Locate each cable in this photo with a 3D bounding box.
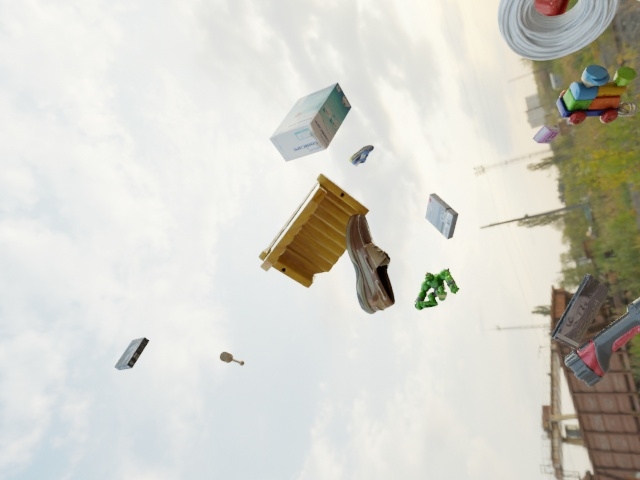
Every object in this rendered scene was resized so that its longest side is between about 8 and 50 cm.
[{"bbox_3d":[0.558,-0.563,1.000,0.257,0.257,0.089,34,-123,-25],"label":"cable"}]

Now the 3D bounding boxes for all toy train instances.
[{"bbox_3d":[0.787,-0.399,1.124,0.143,0.248,0.105,88,180,-62],"label":"toy train"}]

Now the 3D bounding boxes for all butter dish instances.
[{"bbox_3d":[0.669,-0.755,1.274,0.118,0.160,0.159,-1,-71,-64],"label":"butter dish"}]

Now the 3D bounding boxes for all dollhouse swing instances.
[{"bbox_3d":[0.000,0.000,1.360,0.315,0.347,0.305,34,-170,-22],"label":"dollhouse swing"}]

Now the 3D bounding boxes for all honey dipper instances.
[{"bbox_3d":[-0.266,0.369,1.300,0.160,0.030,0.030,63,-153,-64],"label":"honey dipper"}]

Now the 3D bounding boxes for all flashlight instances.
[{"bbox_3d":[0.843,0.283,1.183,0.103,0.304,0.103,25,-152,-32],"label":"flashlight"}]

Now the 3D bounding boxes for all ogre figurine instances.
[{"bbox_3d":[0.426,0.178,1.565,0.097,0.197,0.118,16,-131,-6],"label":"ogre figurine"}]

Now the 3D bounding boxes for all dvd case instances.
[{"bbox_3d":[0.810,0.224,1.309,0.164,0.018,0.221,25,-85,-35],"label":"dvd case"}]

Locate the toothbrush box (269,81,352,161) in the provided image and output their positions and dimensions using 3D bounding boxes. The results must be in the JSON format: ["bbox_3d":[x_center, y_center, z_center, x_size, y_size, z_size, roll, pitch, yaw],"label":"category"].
[{"bbox_3d":[-0.035,-0.465,1.665,0.126,0.216,0.295,52,-132,-32],"label":"toothbrush box"}]

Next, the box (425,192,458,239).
[{"bbox_3d":[0.568,-0.115,1.987,0.186,0.038,0.145,-125,25,-45],"label":"box"}]

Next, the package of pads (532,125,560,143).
[{"bbox_3d":[0.680,-0.318,1.269,0.083,0.050,0.032,-10,-122,-41],"label":"package of pads"}]

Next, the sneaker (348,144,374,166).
[{"bbox_3d":[0.215,-0.429,2.136,0.059,0.144,0.053,44,-156,-33],"label":"sneaker"}]

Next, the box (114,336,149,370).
[{"bbox_3d":[-0.487,0.293,1.090,0.018,0.067,0.083,50,-139,-28],"label":"box"}]

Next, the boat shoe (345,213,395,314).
[{"bbox_3d":[0.169,0.067,1.347,0.123,0.116,0.324,-1,-104,-57],"label":"boat shoe"}]
